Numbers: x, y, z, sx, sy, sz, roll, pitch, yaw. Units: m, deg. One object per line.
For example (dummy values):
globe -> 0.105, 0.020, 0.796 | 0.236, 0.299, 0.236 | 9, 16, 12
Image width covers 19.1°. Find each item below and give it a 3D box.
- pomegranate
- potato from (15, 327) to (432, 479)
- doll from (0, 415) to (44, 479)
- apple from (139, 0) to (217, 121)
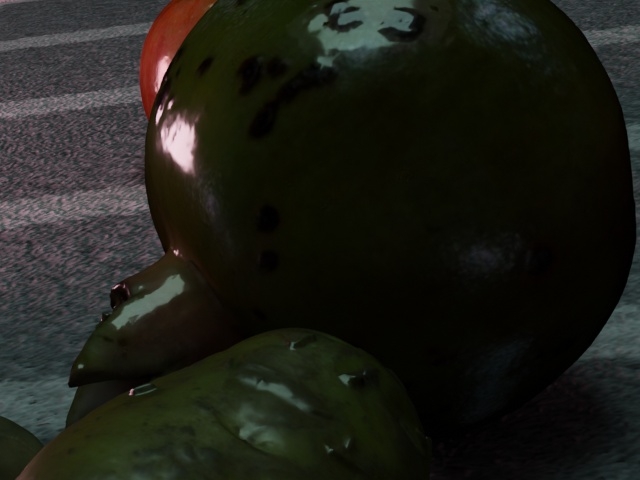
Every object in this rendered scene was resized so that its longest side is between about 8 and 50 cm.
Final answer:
pomegranate -> -0.002, -0.021, 1.010 | 0.323, 0.291, 0.291 | -16, 15, -1
potato -> -0.045, 0.121, 0.777 | 0.149, 0.113, 0.251 | 30, 39, 14
doll -> -0.155, 0.126, 0.879 | 0.179, 0.102, 0.089 | 12, 63, 48
apple -> -0.062, -0.158, 1.710 | 0.209, 0.164, 0.209 | -9, 13, 2
